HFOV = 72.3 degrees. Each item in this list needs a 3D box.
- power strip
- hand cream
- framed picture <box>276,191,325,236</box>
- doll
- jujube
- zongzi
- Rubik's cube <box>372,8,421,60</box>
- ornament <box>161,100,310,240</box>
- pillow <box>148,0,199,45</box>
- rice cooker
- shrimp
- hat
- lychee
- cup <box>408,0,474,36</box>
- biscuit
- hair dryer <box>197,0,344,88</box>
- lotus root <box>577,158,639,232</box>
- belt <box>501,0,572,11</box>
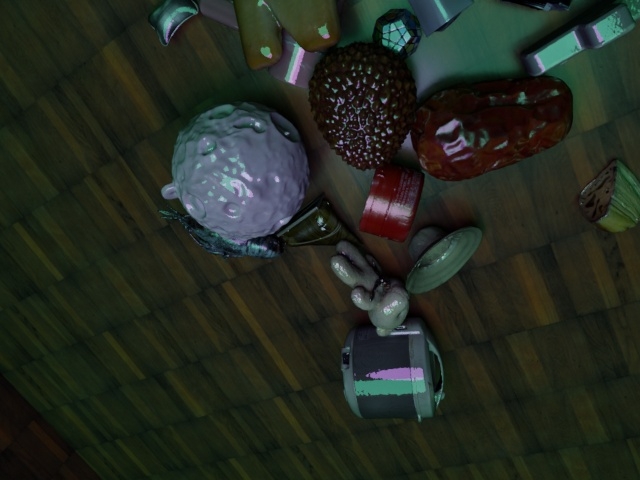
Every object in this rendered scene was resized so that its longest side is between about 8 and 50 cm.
[{"bbox_3d":[0.534,-0.412,0.849,0.264,0.194,0.059,-28,105,25],"label":"power strip"},{"bbox_3d":[0.176,-0.097,1.100,0.125,0.193,0.193,17,119,6],"label":"hand cream"},{"bbox_3d":[-0.054,-0.073,1.214,0.149,0.109,0.011,-33,107,26],"label":"framed picture"},{"bbox_3d":[0.141,0.115,1.179,0.278,0.175,0.149,43,155,-13],"label":"doll"},{"bbox_3d":[0.378,-0.253,0.972,0.341,0.216,0.217,-13,113,4],"label":"jujube"},{"bbox_3d":[0.000,0.000,1.263,0.187,0.084,0.184,-33,115,33],"label":"zongzi"},{"bbox_3d":[0.168,-0.455,0.974,0.111,0.093,0.111,7,117,13],"label":"Rubik's cube"},{"bbox_3d":[-0.183,-0.173,1.066,0.336,0.337,0.338,6,118,11],"label":"ornament"},{"bbox_3d":[-0.362,-0.553,1.073,0.135,0.091,0.055,-34,148,24],"label":"pillow"},{"bbox_3d":[0.218,0.373,1.285,0.276,0.288,0.289,-9,114,17],"label":"rice cooker"},{"bbox_3d":[-0.291,-0.006,1.285,0.371,0.137,0.172,17,103,3],"label":"shrimp"},{"bbox_3d":[0.298,0.023,1.170,0.110,0.251,0.252,54,125,32],"label":"hat"},{"bbox_3d":[0.095,-0.285,0.974,0.271,0.271,0.272,6,118,11],"label":"lychee"},{"bbox_3d":[0.255,-0.520,0.920,0.128,0.095,0.130,-38,103,-11],"label":"cup"},{"bbox_3d":[-0.084,-0.521,0.897,0.236,0.062,0.291,-3,101,27],"label":"biscuit"},{"bbox_3d":[-0.135,-0.518,1.012,0.352,0.125,0.211,26,119,7],"label":"hair dryer"},{"bbox_3d":[0.690,-0.087,1.043,0.135,0.095,0.160,36,79,-12],"label":"lotus root"},{"bbox_3d":[0.405,-0.504,0.861,0.198,0.151,0.078,11,115,-3],"label":"belt"}]
